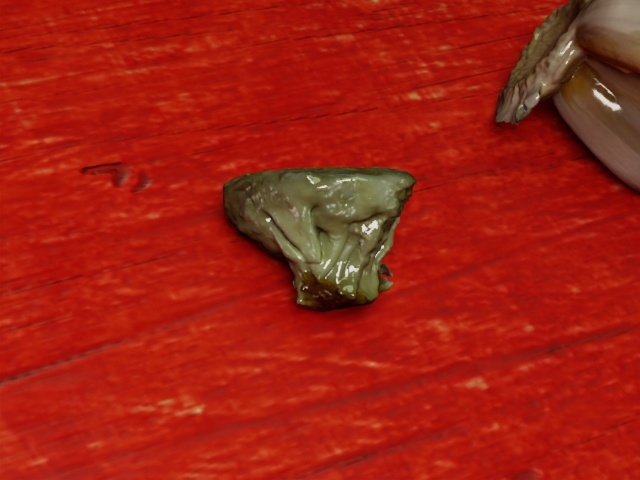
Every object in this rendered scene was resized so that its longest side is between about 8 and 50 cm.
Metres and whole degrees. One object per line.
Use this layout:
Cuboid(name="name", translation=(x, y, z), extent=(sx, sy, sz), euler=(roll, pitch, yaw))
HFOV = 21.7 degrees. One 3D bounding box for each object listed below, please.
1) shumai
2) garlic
Cuboid(name="shumai", translation=(0.001, 0.000, 1.016), extent=(0.099, 0.124, 0.087), euler=(-2, 90, -48))
Cuboid(name="garlic", translation=(0.214, -0.080, 1.144), extent=(0.207, 0.207, 0.256), euler=(6, 84, -17))
